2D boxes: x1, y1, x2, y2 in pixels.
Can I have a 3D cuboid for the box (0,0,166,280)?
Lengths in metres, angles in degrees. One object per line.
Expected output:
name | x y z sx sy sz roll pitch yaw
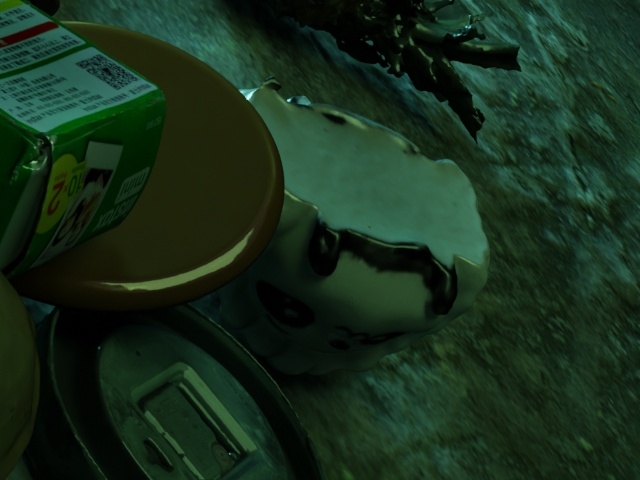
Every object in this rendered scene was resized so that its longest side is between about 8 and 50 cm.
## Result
box | -0.225 -0.085 1.072 0.250 0.103 0.180 33 23 11

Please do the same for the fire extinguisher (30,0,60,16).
fire extinguisher | -0.232 -0.304 1.461 0.337 0.106 0.147 -99 166 -46

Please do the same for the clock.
clock | -0.089 0.124 1.151 0.226 0.049 0.226 36 28 -24

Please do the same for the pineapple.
pineapple | 0.044 -0.233 1.771 0.364 0.165 0.165 36 27 -44

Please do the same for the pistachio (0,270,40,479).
pistachio | -0.239 0.052 0.882 0.260 0.163 0.212 35 59 -35

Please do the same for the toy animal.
toy animal | 0.000 0.000 1.344 0.208 0.156 0.204 18 41 -29

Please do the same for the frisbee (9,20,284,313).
frisbee | -0.143 -0.055 1.194 0.251 0.021 0.250 10 46 -11
